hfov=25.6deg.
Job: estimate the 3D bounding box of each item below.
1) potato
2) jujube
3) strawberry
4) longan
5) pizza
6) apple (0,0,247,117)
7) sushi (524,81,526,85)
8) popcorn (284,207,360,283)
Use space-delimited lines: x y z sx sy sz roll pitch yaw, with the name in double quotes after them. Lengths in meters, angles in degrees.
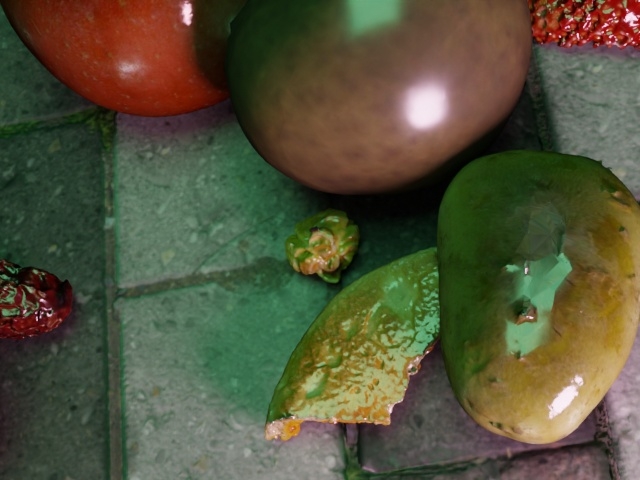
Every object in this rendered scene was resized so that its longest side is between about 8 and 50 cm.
0.211 0.049 1.368 0.210 0.173 0.307 4 66 10 "potato"
-0.356 0.064 1.532 0.166 0.104 0.104 9 65 17 "jujube"
0.296 -0.280 1.570 0.208 0.087 0.167 -16 62 6 "strawberry"
0.062 -0.193 1.458 0.319 0.319 0.318 -5 62 10 "longan"
0.049 0.108 1.441 0.134 0.056 0.271 27 70 26 "pizza"
-0.197 -0.311 1.591 0.349 0.277 0.348 -6 59 10 "apple"
0.191 -0.196 1.573 0.046 0.044 0.083 -27 59 -3 "sushi"
0.000 0.000 1.496 0.084 0.084 0.084 -5 62 10 "popcorn"
